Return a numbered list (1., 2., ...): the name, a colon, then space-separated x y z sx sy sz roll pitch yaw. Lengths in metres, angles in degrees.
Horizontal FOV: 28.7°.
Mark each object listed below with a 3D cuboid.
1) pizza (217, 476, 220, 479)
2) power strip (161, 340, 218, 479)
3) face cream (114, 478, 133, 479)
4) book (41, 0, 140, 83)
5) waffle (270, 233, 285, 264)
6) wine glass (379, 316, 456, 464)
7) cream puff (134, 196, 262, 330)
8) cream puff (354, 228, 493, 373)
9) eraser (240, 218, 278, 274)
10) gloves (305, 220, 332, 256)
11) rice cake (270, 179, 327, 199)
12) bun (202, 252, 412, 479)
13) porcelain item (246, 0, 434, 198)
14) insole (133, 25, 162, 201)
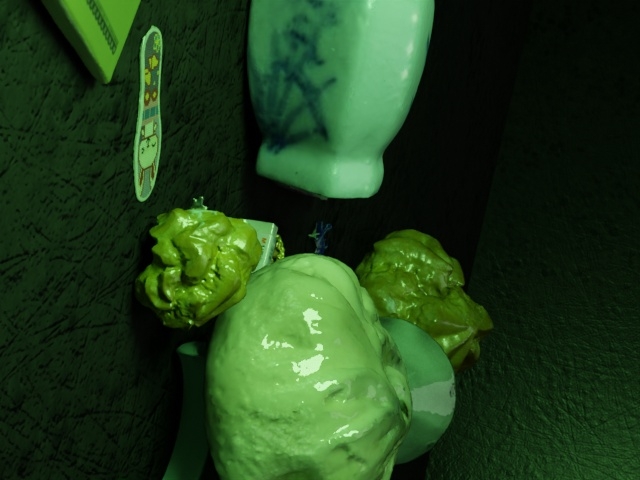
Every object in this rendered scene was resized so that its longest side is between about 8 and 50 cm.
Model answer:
1. pizza: -0.117 0.315 1.711 0.195 0.052 0.185 153 -42 -72
2. power strip: -0.157 0.229 1.622 0.167 0.054 0.253 20 80 -77
3. face cream: -0.090 0.405 1.405 0.312 0.357 0.219 65 38 -63
4. book: -0.189 -0.357 1.193 0.239 0.035 0.352 67 35 -65
5. waffle: -0.077 0.029 1.751 0.016 0.085 0.078 21 50 -31
6. wine glass: 0.036 0.258 1.984 0.406 0.267 0.267 3 97 -68
7. cream puff: -0.139 0.039 1.445 0.156 0.121 0.156 15 90 -78
8. cream puff: 0.196 0.118 2.395 0.323 0.270 0.274 3 92 -75
9. eraser: -0.097 0.033 1.712 0.029 0.052 0.122 50 51 -71
10. gloves: 0.000 0.000 2.069 0.086 0.026 0.064 -1 98 -73
11. rice cake: -0.029 -0.087 1.888 0.207 0.047 0.036 10 90 -75
12. bun: 0.002 0.192 1.585 0.360 0.211 0.359 -11 90 -70
13. porcelain item: 0.027 -0.269 1.631 0.178 0.243 0.405 -14 117 -52
14. insole: -0.189 -0.138 1.379 0.065 0.004 0.197 -38 136 -67
